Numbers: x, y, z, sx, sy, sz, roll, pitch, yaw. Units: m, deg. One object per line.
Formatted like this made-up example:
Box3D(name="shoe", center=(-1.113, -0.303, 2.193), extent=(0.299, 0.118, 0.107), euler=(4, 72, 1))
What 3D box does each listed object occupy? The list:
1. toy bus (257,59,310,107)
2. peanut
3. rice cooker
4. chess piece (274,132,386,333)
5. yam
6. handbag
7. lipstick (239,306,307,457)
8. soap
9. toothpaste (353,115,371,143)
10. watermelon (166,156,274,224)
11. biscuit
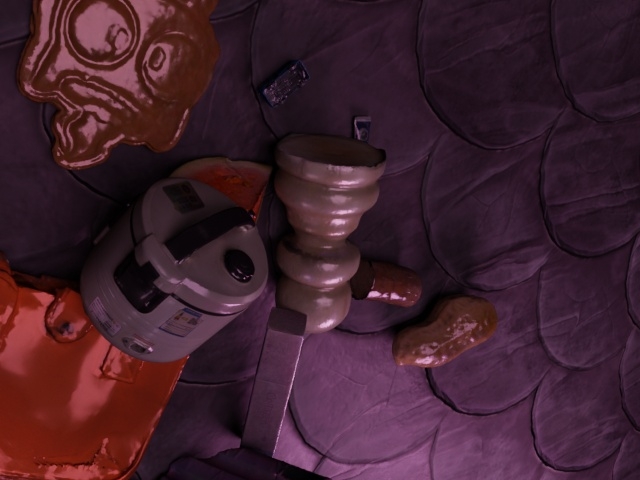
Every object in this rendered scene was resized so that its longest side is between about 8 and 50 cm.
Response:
Box3D(name="toy bus", center=(-0.061, -0.252, 1.170), extent=(0.083, 0.046, 0.038), euler=(-43, 123, -13))
Box3D(name="peanut", center=(0.247, 0.182, 1.470), extent=(0.236, 0.110, 0.120), euler=(-22, 138, -15))
Box3D(name="rice cooker", center=(-0.204, 0.037, 1.024), extent=(0.226, 0.226, 0.244), euler=(29, 129, -34))
Box3D(name="chess piece", center=(0.000, 0.000, 1.233), extent=(0.182, 0.182, 0.331), euler=(-6, 116, -29))
Box3D(name="yam", center=(0.122, 0.080, 1.377), extent=(0.127, 0.084, 0.084), euler=(11, 101, -36))
Box3D(name="handbag", center=(-0.423, 0.197, 1.073), extent=(0.410, 0.116, 0.304), euler=(23, 94, -34))
Box3D(name="lipstick", center=(-0.086, 0.264, 1.262), extent=(0.066, 0.068, 0.318), euler=(13, 120, -1))
Box3D(name="soap", center=(-0.133, 0.461, 1.228), extent=(0.193, 0.323, 0.109), euler=(-55, 135, -32))
Box3D(name="toothpaste", center=(0.070, -0.151, 1.298), extent=(0.037, 0.021, 0.140), euler=(-6, 107, -34))
Box3D(name="watermelon", center=(-0.168, -0.057, 1.147), extent=(0.145, 0.137, 0.193), euler=(19, 79, -4))
Box3D(name="biscuit", center=(-0.279, -0.269, 1.036), extent=(0.269, 0.051, 0.376), euler=(25, 94, -33))
